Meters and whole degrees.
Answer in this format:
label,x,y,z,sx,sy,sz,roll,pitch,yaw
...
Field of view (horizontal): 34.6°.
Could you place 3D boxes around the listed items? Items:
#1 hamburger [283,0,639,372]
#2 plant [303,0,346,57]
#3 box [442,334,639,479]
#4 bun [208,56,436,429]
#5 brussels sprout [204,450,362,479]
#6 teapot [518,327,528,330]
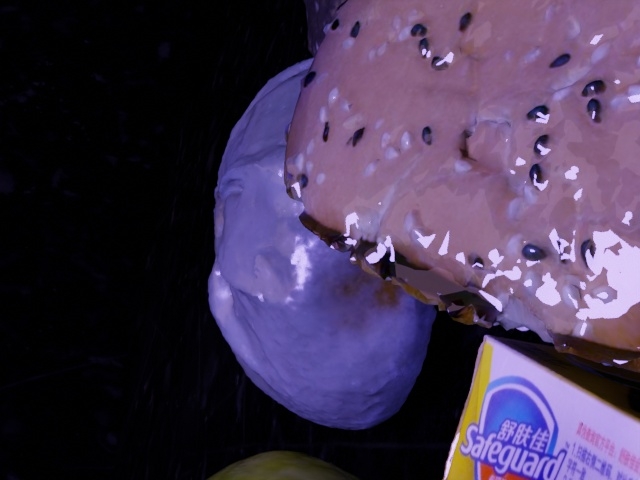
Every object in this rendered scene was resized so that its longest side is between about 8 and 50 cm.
label,x,y,z,sx,sy,sz,roll,pitch,yaw
hamburger,0.152,-0.076,0.509,0.318,0.195,0.276,22,90,44
plant,0.074,-0.322,1.109,0.194,0.182,0.320,133,141,-59
box,0.180,0.127,0.441,0.265,0.168,0.097,-149,71,-74
bun,0.000,0.000,0.985,0.362,0.211,0.361,-177,90,-81
brussels sprout,-0.024,0.338,0.808,0.344,0.268,0.344,4,-90,-86
teapot,0.152,-0.040,0.719,0.245,0.116,0.159,-106,-5,-54
